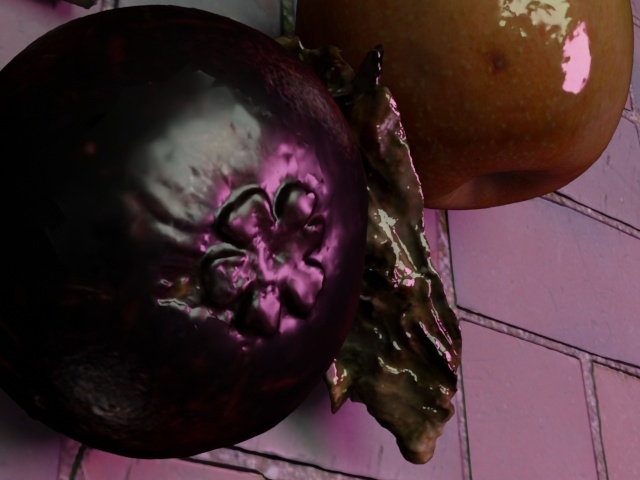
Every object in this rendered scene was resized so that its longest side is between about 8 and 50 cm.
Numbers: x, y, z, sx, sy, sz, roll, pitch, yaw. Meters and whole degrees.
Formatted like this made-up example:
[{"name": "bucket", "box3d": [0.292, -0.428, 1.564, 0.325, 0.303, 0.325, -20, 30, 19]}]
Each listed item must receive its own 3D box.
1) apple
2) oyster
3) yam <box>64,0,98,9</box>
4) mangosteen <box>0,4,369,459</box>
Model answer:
[{"name": "apple", "box3d": [0.137, -0.171, 1.010, 0.319, 0.319, 0.277, 0, 64, -42]}, {"name": "oyster", "box3d": [0.002, 0.011, 0.898, 0.096, 0.221, 0.361, -18, 98, -24]}, {"name": "yam", "box3d": [-0.249, -0.273, 0.864, 0.194, 0.107, 0.107, 27, 51, -29]}, {"name": "mangosteen", "box3d": [-0.116, -0.008, 0.728, 0.297, 0.293, 0.297, -32, 131, -46]}]
